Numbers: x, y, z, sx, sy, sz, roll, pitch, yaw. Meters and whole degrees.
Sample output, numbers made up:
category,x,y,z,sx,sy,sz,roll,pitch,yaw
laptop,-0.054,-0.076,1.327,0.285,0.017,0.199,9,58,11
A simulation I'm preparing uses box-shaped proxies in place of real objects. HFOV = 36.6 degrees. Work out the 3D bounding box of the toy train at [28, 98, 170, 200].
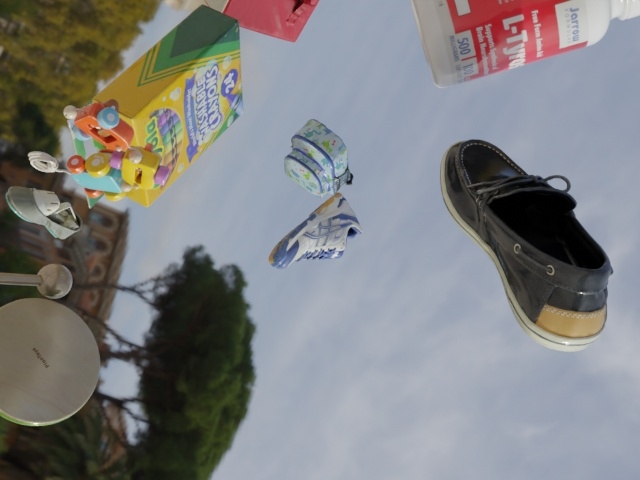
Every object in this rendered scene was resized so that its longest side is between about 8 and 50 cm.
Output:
category,x,y,z,sx,sy,sz,roll,pitch,yaw
toy train,-0.216,-0.094,0.962,0.166,0.125,0.046,-17,-132,50

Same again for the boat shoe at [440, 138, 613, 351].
category,x,y,z,sx,sy,sz,roll,pitch,yaw
boat shoe,0.334,-0.038,1.581,0.500,0.187,0.155,-108,-157,-51

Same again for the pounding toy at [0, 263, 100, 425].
category,x,y,z,sx,sy,sz,roll,pitch,yaw
pounding toy,-0.433,0.160,1.407,0.110,0.183,0.236,-31,-110,49

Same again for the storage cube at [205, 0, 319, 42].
category,x,y,z,sx,sy,sz,roll,pitch,yaw
storage cube,-0.119,-0.532,1.905,0.183,0.193,0.215,-56,-132,27

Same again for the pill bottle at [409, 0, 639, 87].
category,x,y,z,sx,sy,sz,roll,pitch,yaw
pill bottle,0.376,-0.438,1.756,0.408,0.229,0.229,-16,-141,7

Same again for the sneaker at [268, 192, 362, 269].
category,x,y,z,sx,sy,sz,roll,pitch,yaw
sneaker,0.000,0.000,2.343,0.296,0.131,0.112,-40,-175,-39

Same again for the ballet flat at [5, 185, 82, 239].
category,x,y,z,sx,sy,sz,roll,pitch,yaw
ballet flat,-0.503,-0.061,1.788,0.068,0.213,0.072,-24,-109,3

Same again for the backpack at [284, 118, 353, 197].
category,x,y,z,sx,sy,sz,roll,pitch,yaw
backpack,-0.006,-0.132,1.587,0.084,0.105,0.114,-45,157,-24

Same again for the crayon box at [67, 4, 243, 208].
category,x,y,z,sx,sy,sz,roll,pitch,yaw
crayon box,-0.247,-0.199,1.541,0.323,0.083,0.203,-50,158,-32
